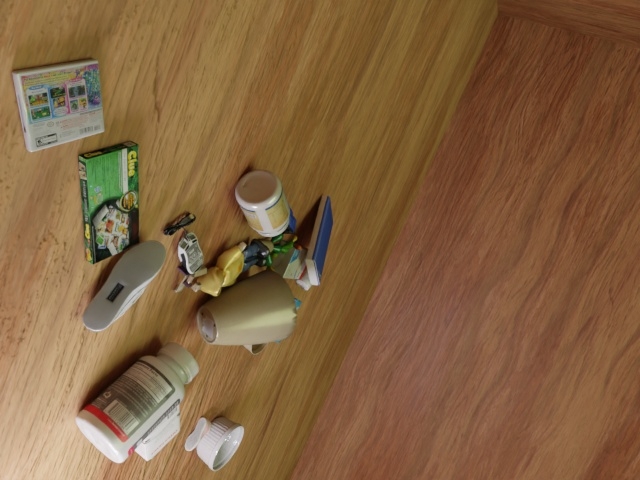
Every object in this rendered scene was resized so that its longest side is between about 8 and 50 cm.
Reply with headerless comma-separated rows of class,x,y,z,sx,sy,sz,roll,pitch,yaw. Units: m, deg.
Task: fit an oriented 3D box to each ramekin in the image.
ramekin,-0.430,0.851,2.116,0.207,0.109,0.207,-49,155,-33

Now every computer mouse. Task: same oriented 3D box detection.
computer mouse,-0.378,0.015,1.399,0.106,0.042,0.193,-51,150,-41

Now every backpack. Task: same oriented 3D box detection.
backpack,-0.145,-0.084,1.756,0.120,0.098,0.101,57,32,-66

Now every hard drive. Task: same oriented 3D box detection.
hard drive,0.000,0.000,2.101,0.210,0.040,0.318,80,20,-56

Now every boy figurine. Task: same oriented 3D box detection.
boy figurine,-0.283,0.084,1.623,0.285,0.092,0.177,-36,155,-54

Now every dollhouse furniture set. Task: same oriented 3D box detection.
dollhouse furniture set,-0.377,0.127,1.487,0.081,0.091,0.114,-55,165,20

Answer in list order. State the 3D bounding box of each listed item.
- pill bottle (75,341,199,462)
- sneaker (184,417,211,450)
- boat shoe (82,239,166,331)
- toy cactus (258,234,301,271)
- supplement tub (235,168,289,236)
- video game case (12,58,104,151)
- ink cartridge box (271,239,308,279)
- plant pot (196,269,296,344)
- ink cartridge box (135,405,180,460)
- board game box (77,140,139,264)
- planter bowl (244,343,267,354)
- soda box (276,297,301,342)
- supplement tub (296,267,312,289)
pill bottle,-0.498,0.439,1.403,0.318,0.176,0.176,-45,152,-40
sneaker,-0.482,0.776,1.989,0.134,0.051,0.070,-61,154,-19
boat shoe,-0.479,0.107,1.223,0.258,0.095,0.084,-50,-174,-18
toy cactus,-0.170,0.036,1.843,0.219,0.112,0.180,-59,150,9
supplement tub,-0.177,-0.113,1.576,0.144,0.144,0.199,-56,157,-21
video game case,-0.472,-0.250,0.914,0.157,0.019,0.143,-37,146,-48
ink cartridge box,-0.110,0.083,2.039,0.134,0.078,0.231,-66,159,3
plant pot,-0.265,0.251,1.687,0.274,0.256,0.256,-12,127,-43
ink cartridge box,-0.533,0.580,1.603,0.148,0.086,0.203,-38,148,-48
board game box,-0.463,-0.082,1.108,0.136,0.030,0.259,-33,143,-50
planter bowl,-0.260,0.345,1.941,0.162,0.109,0.162,-48,153,-35
soda box,-0.168,0.345,2.214,0.210,0.067,0.071,-61,158,-8
supplement tub,-0.054,0.167,2.275,0.107,0.071,0.071,-50,155,-30
